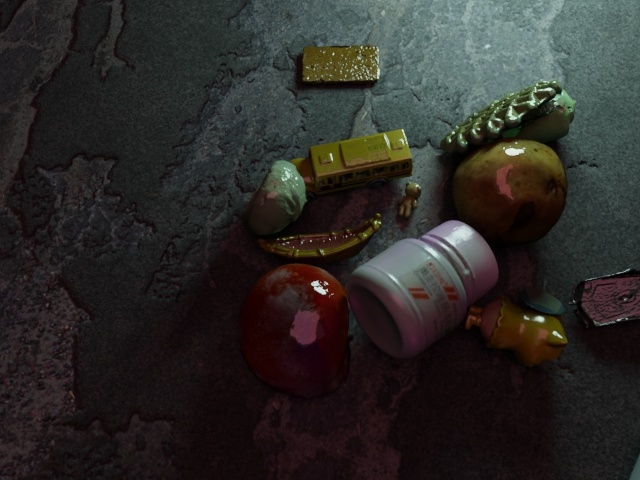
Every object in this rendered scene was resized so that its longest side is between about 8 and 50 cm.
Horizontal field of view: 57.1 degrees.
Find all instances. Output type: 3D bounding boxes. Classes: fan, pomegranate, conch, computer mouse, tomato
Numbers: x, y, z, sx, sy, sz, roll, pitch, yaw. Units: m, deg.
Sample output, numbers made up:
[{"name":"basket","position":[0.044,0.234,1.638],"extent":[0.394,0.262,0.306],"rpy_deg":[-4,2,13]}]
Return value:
[{"name":"fan","position":[0.538,0.133,1.427],"extent":[0.113,0.005,0.175],"rpy_deg":[24,29,16]},{"name":"pomegranate","position":[0.463,-0.124,1.455],"extent":[0.281,0.281,0.281],"rpy_deg":[-1,70,2]},{"name":"conch","position":[0.571,-0.318,1.578],"extent":[0.250,0.137,0.143],"rpy_deg":[-20,34,-11]},{"name":"computer mouse","position":[0.727,0.141,1.448],"extent":[0.231,0.071,0.126],"rpy_deg":[-15,84,7]},{"name":"tomato","position":[-0.068,0.207,1.398],"extent":[0.289,0.176,0.335],"rpy_deg":[2,71,6]}]

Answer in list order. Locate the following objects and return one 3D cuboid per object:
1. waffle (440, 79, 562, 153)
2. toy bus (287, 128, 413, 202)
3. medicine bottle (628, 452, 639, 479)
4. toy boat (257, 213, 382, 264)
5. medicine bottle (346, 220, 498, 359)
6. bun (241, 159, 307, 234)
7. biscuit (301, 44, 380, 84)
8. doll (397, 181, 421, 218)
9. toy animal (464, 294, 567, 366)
[{"name":"waffle","position":[0.458,-0.320,1.523],"extent":[0.309,0.292,0.056],"rpy_deg":[-33,100,-7]},{"name":"toy bus","position":[0.073,-0.201,1.569],"extent":[0.335,0.123,0.121],"rpy_deg":[-11,69,-2]},{"name":"medicine bottle","position":[0.727,0.544,1.274],"extent":[0.110,0.110,0.352],"rpy_deg":[29,73,12]},{"name":"toy boat","position":[0.003,0.006,1.498],"extent":[0.318,0.141,0.099],"rpy_deg":[-11,110,3]},{"name":"medicine bottle","position":[0.240,0.107,1.379],"extent":[0.302,0.241,0.241],"rpy_deg":[-31,71,-22]},{"name":"bun","position":[-0.110,-0.098,1.500],"extent":[0.126,0.212,0.204],"rpy_deg":[32,86,-11]},{"name":"biscuit","position":[0.060,-0.519,1.740],"extent":[0.230,0.025,0.131],"rpy_deg":[1,71,2]},{"name":"doll","position":[0.234,-0.109,1.568],"extent":[0.061,0.051,0.093],"rpy_deg":[20,66,39]},{"name":"toy animal","position":[0.460,0.204,1.392],"extent":[0.229,0.156,0.156],"rpy_deg":[11,70,13]}]
